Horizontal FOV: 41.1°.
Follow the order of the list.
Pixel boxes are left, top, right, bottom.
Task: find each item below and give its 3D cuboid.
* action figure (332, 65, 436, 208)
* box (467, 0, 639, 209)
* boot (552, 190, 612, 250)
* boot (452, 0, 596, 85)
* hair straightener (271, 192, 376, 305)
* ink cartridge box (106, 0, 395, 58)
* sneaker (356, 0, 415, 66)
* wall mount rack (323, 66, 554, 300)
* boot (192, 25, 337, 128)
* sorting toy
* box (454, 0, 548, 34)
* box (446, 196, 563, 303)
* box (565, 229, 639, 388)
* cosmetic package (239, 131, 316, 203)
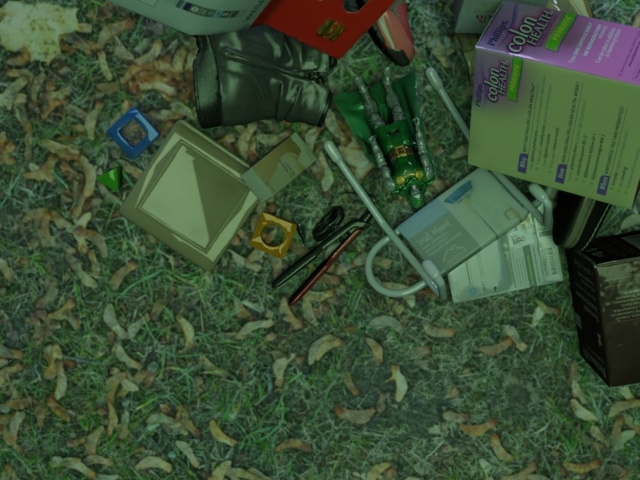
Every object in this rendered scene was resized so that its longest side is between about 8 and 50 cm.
[{"bbox_3d":[0.114,-0.151,1.287,0.137,0.063,0.232,-20,68,3],"label":"action figure"},{"bbox_3d":[0.337,-0.184,1.161,0.243,0.117,0.213,18,144,20],"label":"box"},{"bbox_3d":[0.555,-0.114,1.329,0.284,0.138,0.377,25,90,-4],"label":"boot"},{"bbox_3d":[0.326,-0.264,1.281,0.204,0.095,0.261,-22,66,7],"label":"boot"},{"bbox_3d":[0.000,0.000,1.406,0.089,0.047,0.230,44,99,-8],"label":"hair straightener"},{"bbox_3d":[-0.058,-0.360,1.100,0.385,0.091,0.308,19,147,-26],"label":"ink cartridge box"},{"bbox_3d":[0.107,-0.423,1.287,0.136,0.116,0.313,-19,100,3],"label":"sneaker"},{"bbox_3d":[0.184,-0.086,1.338,0.350,0.130,0.304,-35,62,-4],"label":"wall mount rack"},{"bbox_3d":[-0.092,-0.341,1.322,0.223,0.118,0.338,-5,108,-5],"label":"boot"},{"bbox_3d":[-0.203,-0.073,1.398,0.348,0.047,0.196,34,104,-6],"label":"sorting toy"},{"bbox_3d":[0.259,-0.454,1.176,0.127,0.231,0.261,1,77,0],"label":"box"},{"bbox_3d":[0.294,0.015,1.410,0.186,0.038,0.145,-13,100,2],"label":"box"},{"bbox_3d":[0.504,0.101,1.357,0.167,0.168,0.203,-10,100,2],"label":"box"},{"bbox_3d":[-0.066,-0.116,1.354,0.060,0.041,0.115,51,54,-10],"label":"cosmetic package"}]
